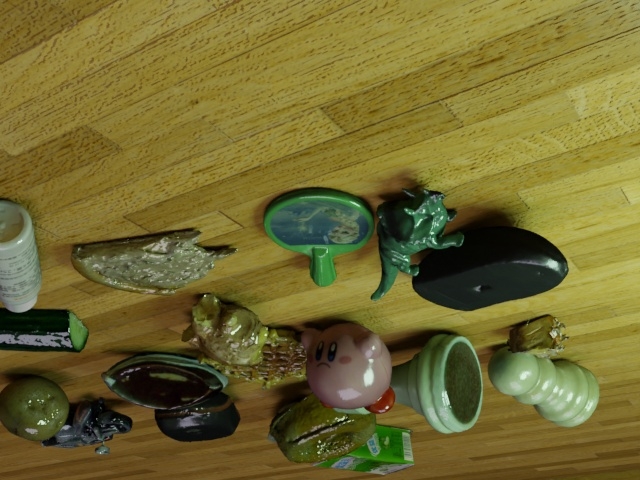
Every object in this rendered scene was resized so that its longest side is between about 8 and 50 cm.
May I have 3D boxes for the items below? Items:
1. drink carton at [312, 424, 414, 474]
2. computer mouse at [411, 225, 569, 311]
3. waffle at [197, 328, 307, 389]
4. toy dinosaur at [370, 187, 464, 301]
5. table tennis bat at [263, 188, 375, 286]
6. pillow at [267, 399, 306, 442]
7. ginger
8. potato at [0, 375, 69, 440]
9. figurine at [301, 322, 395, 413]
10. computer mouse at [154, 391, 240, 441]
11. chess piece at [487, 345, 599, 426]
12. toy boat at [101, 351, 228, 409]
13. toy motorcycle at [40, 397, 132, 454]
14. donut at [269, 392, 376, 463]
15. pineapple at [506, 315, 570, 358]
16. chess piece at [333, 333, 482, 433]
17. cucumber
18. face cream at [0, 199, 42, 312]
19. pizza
[{"bbox_3d":[0.123,0.596,2.259,0.271,0.108,0.161,17,146,-29],"label":"drink carton"},{"bbox_3d":[0.255,0.034,1.187,0.138,0.086,0.270,25,152,-26],"label":"computer mouse"},{"bbox_3d":[-0.108,0.241,1.621,0.254,0.052,0.245,-25,143,36],"label":"waffle"},{"bbox_3d":[0.137,0.004,1.139,0.120,0.079,0.292,4,150,3],"label":"toy dinosaur"},{"bbox_3d":[0.000,0.000,1.170,0.160,0.039,0.257,0,151,3],"label":"table tennis bat"},{"bbox_3d":[-0.052,0.466,2.035,0.144,0.078,0.254,-6,155,-16],"label":"pillow"},{"bbox_3d":[-0.168,0.167,1.419,0.157,0.102,0.216,26,153,-1],"label":"ginger"},{"bbox_3d":[-0.658,0.387,1.782,0.157,0.157,0.194,15,150,-28],"label":"potato"},{"bbox_3d":[0.053,0.239,1.498,0.173,0.173,0.173,-1,153,0],"label":"figurine"},{"bbox_3d":[-0.292,0.411,1.876,0.183,0.116,0.323,-3,160,0],"label":"computer mouse"},{"bbox_3d":[0.459,0.301,1.674,0.251,0.144,0.144,25,144,-32],"label":"chess piece"},{"bbox_3d":[-0.327,0.293,1.665,0.262,0.114,0.115,7,-176,-4],"label":"toy boat"},{"bbox_3d":[-0.621,0.481,2.017,0.307,0.108,0.173,-26,138,36],"label":"toy motorcycle"},{"bbox_3d":[0.017,0.452,1.884,0.272,0.107,0.272,-13,141,-11],"label":"donut"},{"bbox_3d":[0.422,0.199,1.534,0.116,0.069,0.137,-3,154,3],"label":"pineapple"},{"bbox_3d":[0.162,0.296,1.613,0.299,0.194,0.194,-9,153,35],"label":"chess piece"},{"bbox_3d":[-0.569,0.173,1.464,0.244,0.063,0.115,3,152,-4],"label":"cucumber"},{"bbox_3d":[-0.463,0.036,1.175,0.082,0.082,0.269,6,152,-13],"label":"face cream"},{"bbox_3d":[-0.253,0.040,1.239,0.262,0.034,0.181,-11,150,19],"label":"pizza"}]
